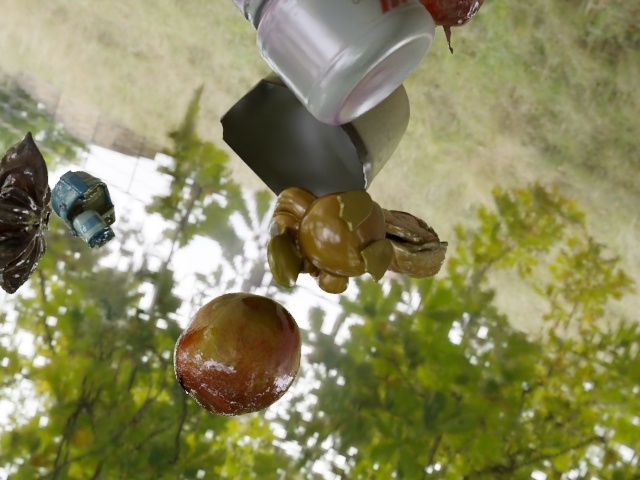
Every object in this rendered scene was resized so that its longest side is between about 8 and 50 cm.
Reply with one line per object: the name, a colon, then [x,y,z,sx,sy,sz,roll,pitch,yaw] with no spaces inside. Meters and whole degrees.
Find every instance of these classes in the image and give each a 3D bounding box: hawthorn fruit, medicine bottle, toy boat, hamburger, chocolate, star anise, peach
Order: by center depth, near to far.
toy boat: [-0.369,-0.045,1.579,0.102,0.088,0.215,46,163,14]
medicine bottle: [0.004,-0.383,1.616,0.325,0.256,0.256,51,-159,11]
peach: [-0.148,0.203,1.750,0.230,0.231,0.231,19,-166,-5]
star anise: [-0.572,-0.047,1.823,0.108,0.315,0.315,6,-167,2]
chocolate: [0.023,-0.252,2.000,0.314,0.326,0.297,46,-129,-7]
hamburger: [0.165,0.022,2.051,0.155,0.135,0.207,2,-161,-29]
hawthorn fruit: [0.261,-0.517,2.066,0.207,0.243,0.207,-5,-164,1]

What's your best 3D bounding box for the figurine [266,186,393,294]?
figurine: [0.009,-0.004,1.698,0.228,0.215,0.215,-18,-179,20]
